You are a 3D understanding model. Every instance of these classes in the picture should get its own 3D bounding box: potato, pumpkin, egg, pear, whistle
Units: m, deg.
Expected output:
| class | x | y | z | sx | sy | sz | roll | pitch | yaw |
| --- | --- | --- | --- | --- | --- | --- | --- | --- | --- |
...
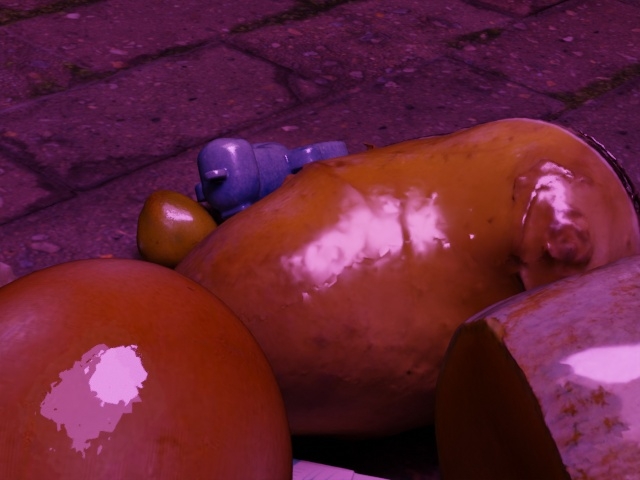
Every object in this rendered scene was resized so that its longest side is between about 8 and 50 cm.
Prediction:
| class | x | y | z | sx | sy | sz | roll | pitch | yaw |
| --- | --- | --- | --- | --- | --- | --- | --- | --- | --- |
| potato | 0.044 | 0.068 | 1.121 | 0.397 | 0.289 | 0.296 | 1 | 16 | 45 |
| pumpkin | 0.208 | 0.178 | 0.934 | 0.199 | 0.332 | 0.332 | -14 | 34 | -8 |
| egg | -0.163 | 0.177 | 0.895 | 0.283 | 0.282 | 0.351 | 8 | 54 | 2 |
| pear | -0.158 | -0.011 | 1.420 | 0.092 | 0.097 | 0.092 | -20 | 9 | 3 |
| whistle | -0.063 | -0.070 | 1.483 | 0.180 | 0.093 | 0.269 | -17 | -3 | 21 |

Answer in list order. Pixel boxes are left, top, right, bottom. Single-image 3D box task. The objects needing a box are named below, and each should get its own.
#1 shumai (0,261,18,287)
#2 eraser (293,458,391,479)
| class | x | y | z | sx | sy | sz | roll | pitch | yaw |
| --- | --- | --- | --- | --- | --- | --- | --- | --- | --- |
| shumai | -0.371 | 0.048 | 1.221 | 0.206 | 0.166 | 0.176 | 48 | 35 | 16 |
| eraser | -0.059 | 0.222 | 1.077 | 0.225 | 0.052 | 0.095 | 10 | 28 | 8 |
